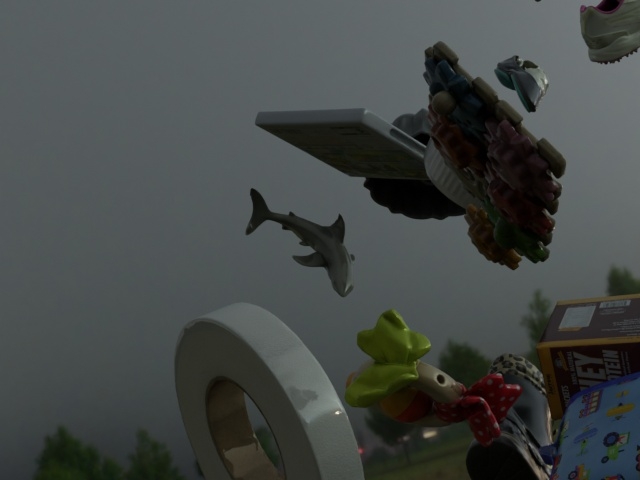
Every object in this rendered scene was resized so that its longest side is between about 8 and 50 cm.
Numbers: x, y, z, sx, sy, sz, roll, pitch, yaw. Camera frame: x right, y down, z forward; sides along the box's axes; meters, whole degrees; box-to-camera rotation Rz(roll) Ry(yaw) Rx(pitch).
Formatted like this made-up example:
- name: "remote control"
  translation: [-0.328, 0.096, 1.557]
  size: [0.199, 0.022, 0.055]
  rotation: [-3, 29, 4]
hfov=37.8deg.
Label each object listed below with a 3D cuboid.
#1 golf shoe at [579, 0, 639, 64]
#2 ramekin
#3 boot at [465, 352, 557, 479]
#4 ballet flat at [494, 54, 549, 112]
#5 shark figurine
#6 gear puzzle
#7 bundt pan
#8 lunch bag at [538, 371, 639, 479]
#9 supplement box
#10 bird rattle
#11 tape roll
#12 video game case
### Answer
- name: "golf shoe"
  translation: [0.660, -0.485, 1.894]
  size: [0.306, 0.140, 0.115]
  rotation: [-35, 18, -6]
- name: "ramekin"
  translation: [0.268, -0.131, 1.542]
  size: [0.207, 0.207, 0.109]
  rotation: [-4, -43, -44]
- name: "boot"
  translation: [0.376, 0.410, 1.654]
  size: [0.138, 0.377, 0.284]
  rotation: [-22, 22, 26]
- name: "ballet flat"
  translation: [0.376, -0.295, 1.715]
  size: [0.074, 0.074, 0.203]
  rotation: [-16, 27, 2]
- name: "shark figurine"
  translation: [-0.010, -0.020, 1.880]
  size: [0.166, 0.278, 0.116]
  rotation: [-34, -22, -53]
- name: "gear puzzle"
  translation: [0.156, -0.051, 0.918]
  size: [0.044, 0.175, 0.339]
  rotation: [-38, -22, -6]
- name: "bundt pan"
  translation: [0.266, -0.195, 2.248]
  size: [0.331, 0.124, 0.331]
  rotation: [3, -35, 2]
- name: "lunch bag"
  translation: [0.439, 0.288, 1.301]
  size: [0.293, 0.138, 0.221]
  rotation: [-15, 32, 35]
- name: "supplement box"
  translation: [0.473, 0.185, 1.518]
  size: [0.191, 0.129, 0.194]
  rotation: [-8, 16, 27]
- name: "bird rattle"
  translation: [0.148, 0.212, 1.350]
  size: [0.253, 0.143, 0.207]
  rotation: [23, -28, -19]
- name: "tape roll"
  translation: [-0.082, 0.281, 1.339]
  size: [0.072, 0.392, 0.392]
  rotation: [-22, -7, -33]
- name: "video game case"
  translation: [0.074, -0.196, 1.925]
  size: [0.300, 0.036, 0.329]
  rotation: [25, -12, -40]
